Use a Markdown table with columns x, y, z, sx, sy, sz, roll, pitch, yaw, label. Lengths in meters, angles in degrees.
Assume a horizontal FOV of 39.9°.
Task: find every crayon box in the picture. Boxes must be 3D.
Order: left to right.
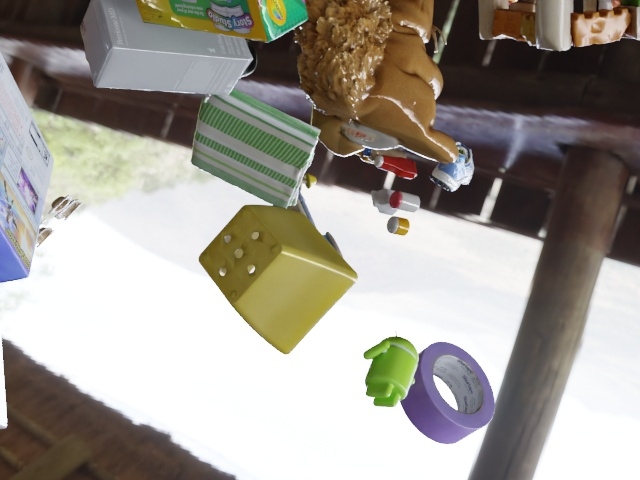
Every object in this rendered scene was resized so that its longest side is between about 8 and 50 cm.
| x | y | z | sx | sy | sz | roll | pitch | yaw | label |
| --- | --- | --- | --- | --- | --- | --- | --- | --- | --- |
| -0.155 | -0.371 | 1.183 | 0.278 | 0.081 | 0.165 | 19 | 136 | 40 | crayon box |

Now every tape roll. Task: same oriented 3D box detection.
| x | y | z | sx | sy | sz | roll | pitch | yaw | label |
| --- | --- | --- | --- | --- | --- | --- | --- | --- | --- |
| 0.247 | 0.300 | 1.742 | 0.189 | 0.189 | 0.080 | 21 | 135 | -26 | tape roll |

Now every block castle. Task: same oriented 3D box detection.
| x | y | z | sx | sy | sz | roll | pitch | yaw | label |
| --- | --- | --- | --- | --- | --- | --- | --- | --- | --- |
| 0.507 | -0.465 | 1.504 | 0.453 | 0.213 | 0.303 | -10 | -160 | -13 | block castle |

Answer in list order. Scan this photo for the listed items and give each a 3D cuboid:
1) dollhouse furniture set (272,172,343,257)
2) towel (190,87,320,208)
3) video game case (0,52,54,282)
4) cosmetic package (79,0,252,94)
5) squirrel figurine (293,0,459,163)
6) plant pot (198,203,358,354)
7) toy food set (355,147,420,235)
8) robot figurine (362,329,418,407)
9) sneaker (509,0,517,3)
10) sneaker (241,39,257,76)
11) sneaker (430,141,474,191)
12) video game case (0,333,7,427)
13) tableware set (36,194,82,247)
| x | y | z | sx | sy | sz | roll | pitch | yaw | label |
| --- | --- | --- | --- | --- | --- | --- | --- | --- | --- |
| 0.000 | 0.000 | 2.461 | 0.198 | 0.303 | 0.286 | -9 | -128 | -23 | dollhouse furniture set |
| -0.136 | -0.184 | 1.779 | 0.248 | 0.038 | 0.325 | 26 | 155 | -1 | towel |
| -0.434 | -0.122 | 1.131 | 0.061 | 0.244 | 0.269 | -11 | 134 | 3 | video game case |
| -0.246 | -0.311 | 1.396 | 0.238 | 0.127 | 0.107 | -3 | 151 | -37 | cosmetic package |
| 0.109 | -0.387 | 1.707 | 0.281 | 0.370 | 0.397 | 5 | 163 | 39 | squirrel figurine |
| -0.100 | 0.054 | 1.656 | 0.212 | 0.212 | 0.187 | 48 | -169 | 37 | plant pot |
| 0.137 | -0.128 | 1.909 | 0.104 | 0.232 | 0.111 | 12 | 145 | -28 | toy food set |
| 0.106 | 0.192 | 1.311 | 0.067 | 0.115 | 0.101 | -8 | 133 | 37 | robot figurine |
| 0.420 | -0.554 | 1.845 | 0.107 | 0.118 | 0.279 | -15 | -155 | -32 | sneaker |
| -0.297 | -0.373 | 1.684 | 0.330 | 0.122 | 0.146 | 24 | 151 | -32 | sneaker |
| 0.300 | -0.168 | 1.891 | 0.080 | 0.081 | 0.211 | 32 | -156 | 5 | sneaker |
| -0.595 | 0.229 | 1.584 | 0.026 | 0.206 | 0.227 | -6 | 167 | -14 | video game case |
| -0.591 | -0.047 | 1.935 | 0.020 | 0.141 | 0.169 | 47 | 172 | 5 | tableware set |
